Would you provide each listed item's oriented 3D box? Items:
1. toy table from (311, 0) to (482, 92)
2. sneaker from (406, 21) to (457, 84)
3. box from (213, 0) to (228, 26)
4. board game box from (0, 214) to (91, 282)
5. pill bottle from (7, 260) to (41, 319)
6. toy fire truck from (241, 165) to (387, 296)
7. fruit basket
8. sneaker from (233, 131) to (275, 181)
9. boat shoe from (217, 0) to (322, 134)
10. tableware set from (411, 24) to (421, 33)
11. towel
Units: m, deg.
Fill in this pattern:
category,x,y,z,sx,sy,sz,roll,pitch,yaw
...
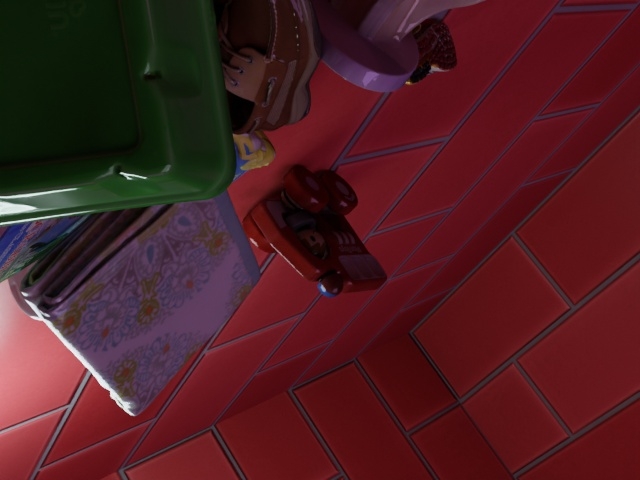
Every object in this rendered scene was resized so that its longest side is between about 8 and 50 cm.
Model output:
category,x,y,z,sx,sy,sz,roll,pitch,yaw
toy table,0.084,-0.327,1.033,0.252,0.274,0.161,18,126,-24
sneaker,0.165,-0.328,1.416,0.092,0.088,0.225,-6,-164,44
box,-0.121,-0.285,1.035,0.087,0.058,0.232,-34,162,-4
board game box,-0.310,-0.082,0.992,0.318,0.066,0.318,-43,-177,31
pill bottle,-0.343,0.035,1.278,0.152,0.152,0.272,-46,158,30
toy fire truck,0.000,0.000,1.625,0.169,0.254,0.302,-44,160,23
fruit basket,-0.230,-0.200,0.648,0.282,0.392,0.392,-8,157,-5
sneaker,-0.155,-0.141,1.273,0.126,0.091,0.240,-37,162,7
boat shoe,-0.078,-0.224,0.980,0.119,0.123,0.324,-29,159,-14
tableware set,0.166,-0.398,1.310,0.104,0.024,0.154,-31,161,-12
towel,-0.249,0.066,1.210,0.320,0.090,0.374,-46,149,-20
